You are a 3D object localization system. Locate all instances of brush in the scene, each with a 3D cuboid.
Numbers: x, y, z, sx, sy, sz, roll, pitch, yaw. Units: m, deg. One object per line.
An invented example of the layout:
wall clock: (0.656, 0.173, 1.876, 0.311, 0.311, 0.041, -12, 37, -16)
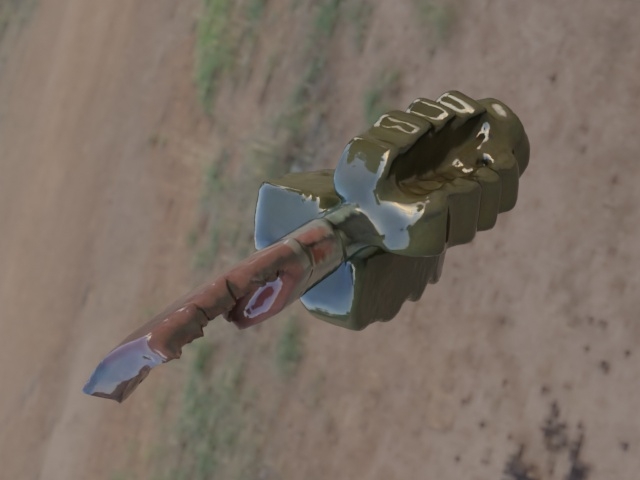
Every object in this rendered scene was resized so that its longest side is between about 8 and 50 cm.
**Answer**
brush: (0.000, 0.000, 0.545, 0.084, 0.071, 0.301, -43, -6, 25)
